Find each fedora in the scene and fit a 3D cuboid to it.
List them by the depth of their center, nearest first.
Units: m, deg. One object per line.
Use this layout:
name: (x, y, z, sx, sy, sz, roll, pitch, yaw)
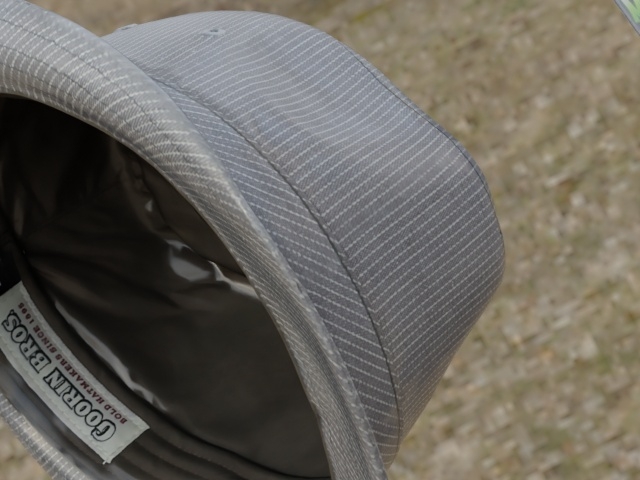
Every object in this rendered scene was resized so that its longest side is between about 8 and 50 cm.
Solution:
fedora: (-0.032, 0.006, 0.638, 0.124, 0.243, 0.275, -36, 24, -30)

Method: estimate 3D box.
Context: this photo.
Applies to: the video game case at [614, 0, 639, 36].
video game case: (0.176, -0.140, 0.833, 0.022, 0.173, 0.190, -34, -4, -17)
